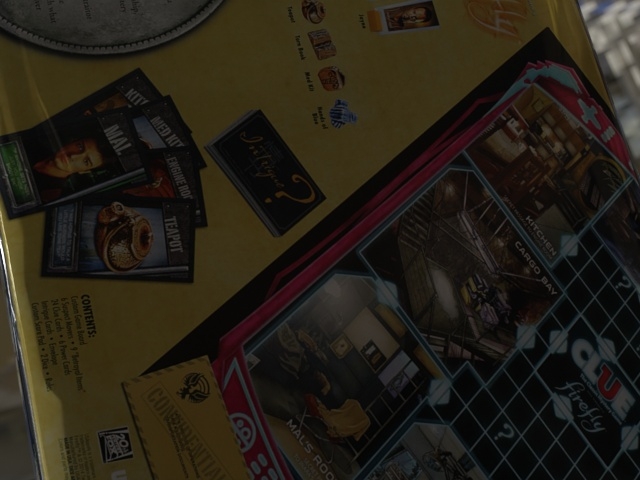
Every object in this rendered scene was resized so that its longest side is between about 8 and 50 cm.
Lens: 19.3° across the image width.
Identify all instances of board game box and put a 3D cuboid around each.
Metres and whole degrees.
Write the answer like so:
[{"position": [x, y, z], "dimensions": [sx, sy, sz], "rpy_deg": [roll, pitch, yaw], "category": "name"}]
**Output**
[{"position": [0.000, 0.000, 0.484], "dimensions": [0.165, 0.243, 0.042], "rpy_deg": [-9, -26, -10], "category": "board game box"}]
